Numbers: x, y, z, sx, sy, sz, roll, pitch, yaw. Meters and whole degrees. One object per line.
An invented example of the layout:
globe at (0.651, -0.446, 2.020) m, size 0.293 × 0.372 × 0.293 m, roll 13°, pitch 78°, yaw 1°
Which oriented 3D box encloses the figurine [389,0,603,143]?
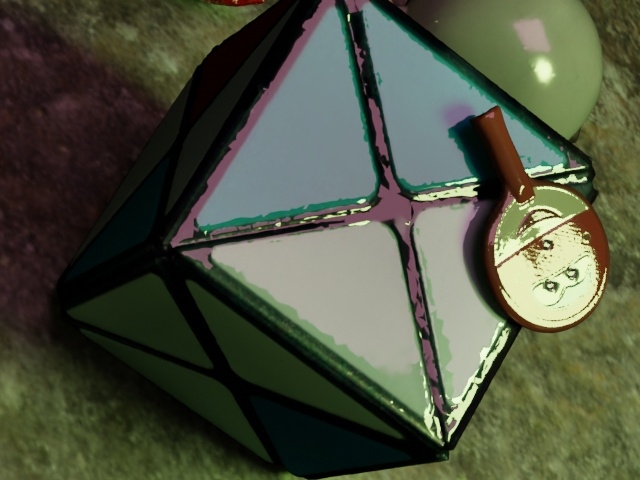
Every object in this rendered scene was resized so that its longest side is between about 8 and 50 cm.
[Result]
figurine at (0.119, -0.119, 1.583) m, size 0.281 × 0.167 × 0.370 m, roll 44°, pitch 52°, yaw 0°

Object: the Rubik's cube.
Rubik's cube at (0.000, 0.000, 1.288) m, size 0.246 × 0.250 × 0.248 m, roll 35°, pitch 67°, yaw -15°

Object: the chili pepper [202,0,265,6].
chili pepper at (-0.161, -0.250, 1.524) m, size 0.268 × 0.059 × 0.050 m, roll 30°, pitch 85°, yaw -24°

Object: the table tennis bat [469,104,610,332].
table tennis bat at (0.136, -0.014, 1.208) m, size 0.098 × 0.019 × 0.154 m, roll -28°, pitch 99°, yaw -26°
